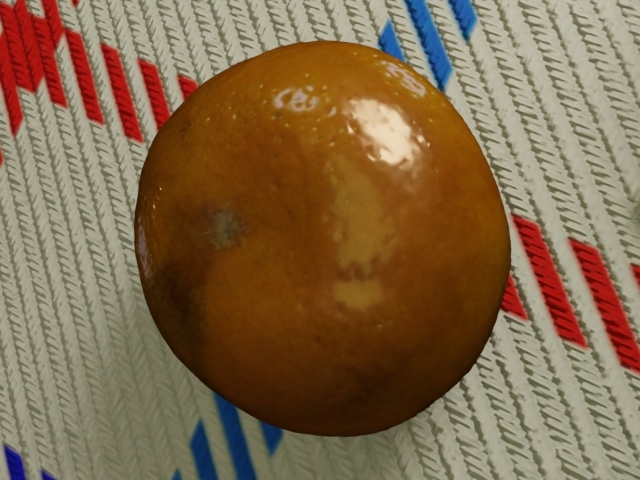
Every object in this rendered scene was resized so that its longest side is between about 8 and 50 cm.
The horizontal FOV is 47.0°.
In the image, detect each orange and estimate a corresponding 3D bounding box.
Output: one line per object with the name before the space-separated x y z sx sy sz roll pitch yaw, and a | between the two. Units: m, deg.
orange | 0.000 0.000 0.457 0.240 0.171 0.240 -2 85 23
